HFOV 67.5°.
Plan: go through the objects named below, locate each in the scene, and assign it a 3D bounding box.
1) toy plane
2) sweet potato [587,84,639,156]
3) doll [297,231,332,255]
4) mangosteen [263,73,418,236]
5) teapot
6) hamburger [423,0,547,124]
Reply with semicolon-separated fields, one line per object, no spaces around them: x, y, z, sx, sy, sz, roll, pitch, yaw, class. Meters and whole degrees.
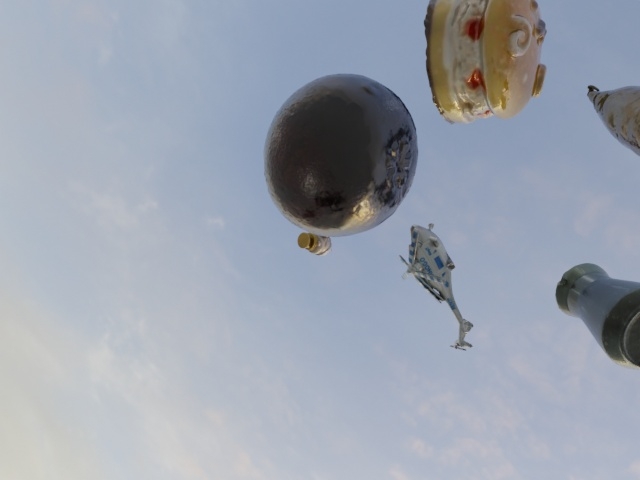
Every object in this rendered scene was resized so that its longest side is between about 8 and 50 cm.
0.259;0.090;0.998;0.273;0.107;0.182;53;-17;10;toy plane
0.355;-0.104;0.461;0.269;0.075;0.074;-118;-152;-64;sweet potato
0.000;0.000;1.366;0.084;0.127;0.073;-47;-124;28;doll
0.011;-0.079;0.443;0.153;0.152;0.152;15;-64;33;mangosteen
0.617;0.147;0.979;0.203;0.225;0.170;17;-76;-10;teapot
0.336;-0.384;0.929;0.186;0.261;0.302;0;-113;35;hamburger
